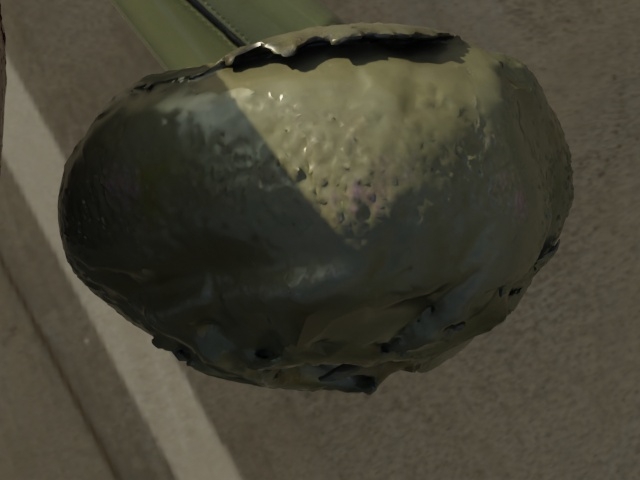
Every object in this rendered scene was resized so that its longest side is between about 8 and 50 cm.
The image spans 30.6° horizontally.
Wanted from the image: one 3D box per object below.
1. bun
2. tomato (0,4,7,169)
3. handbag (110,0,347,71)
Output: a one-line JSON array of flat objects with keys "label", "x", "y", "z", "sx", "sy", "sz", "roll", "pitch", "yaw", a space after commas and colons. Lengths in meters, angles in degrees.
[{"label": "bun", "x": 0.000, "y": 0.000, "z": 0.537, "sx": 0.239, "sy": 0.239, "sz": 0.141, "roll": -13, "pitch": 72, "yaw": 38}, {"label": "tomato", "x": -0.217, "y": -0.031, "z": 0.395, "sx": 0.170, "sy": 0.309, "sz": 0.309, "roll": 51, "pitch": 126, "yaw": 36}, {"label": "handbag", "x": -0.116, "y": -0.172, "z": 0.749, "sx": 0.315, "sy": 0.241, "sz": 0.109, "roll": 39, "pitch": 92, "yaw": 3}]
